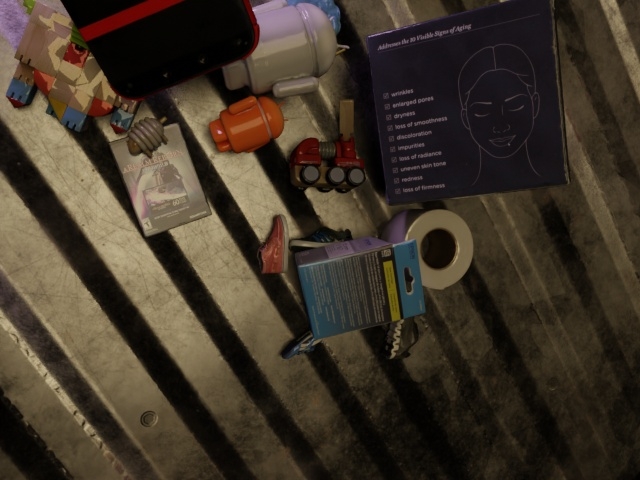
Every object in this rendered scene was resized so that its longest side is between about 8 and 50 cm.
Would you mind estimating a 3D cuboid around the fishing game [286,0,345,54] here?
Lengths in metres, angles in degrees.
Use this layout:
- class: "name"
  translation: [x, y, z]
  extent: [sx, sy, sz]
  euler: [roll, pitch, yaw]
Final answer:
- class: "fishing game"
  translation: [-0.029, -0.661, 1.531]
  extent: [0.189, 0.041, 0.264]
  euler: [-37, 113, -11]

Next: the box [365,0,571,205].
- class: "box"
  translation: [0.416, -0.368, 1.452]
  extent: [0.480, 0.297, 0.471]
  euler: [-5, 99, 23]

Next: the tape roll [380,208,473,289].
- class: "tape roll"
  translation: [0.332, 0.021, 1.632]
  extent: [0.246, 0.169, 0.246]
  euler: [-2, 95, -19]

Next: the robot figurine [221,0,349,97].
- class: "robot figurine"
  translation: [-0.106, -0.525, 1.414]
  extent: [0.354, 0.200, 0.299]
  euler: [-19, 80, -8]

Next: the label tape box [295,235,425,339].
- class: "label tape box"
  translation: [0.118, 0.128, 1.535]
  extent: [0.348, 0.115, 0.249]
  euler: [-13, 111, -5]

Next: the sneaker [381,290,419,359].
- class: "sneaker"
  translation: [0.279, 0.281, 1.685]
  extent: [0.106, 0.078, 0.234]
  euler: [15, 93, -22]

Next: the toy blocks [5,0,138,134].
- class: "toy blocks"
  translation: [-0.603, -0.398, 1.302]
  extent: [0.381, 0.191, 0.260]
  euler: [24, 98, -19]

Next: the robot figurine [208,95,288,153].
- class: "robot figurine"
  translation: [-0.196, -0.323, 1.443]
  extent: [0.219, 0.128, 0.158]
  euler: [-22, 114, -4]

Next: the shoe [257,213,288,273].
- class: "shoe"
  translation: [-0.142, 0.012, 1.526]
  extent: [0.081, 0.063, 0.178]
  euler: [-3, 99, -23]

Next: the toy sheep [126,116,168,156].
- class: "toy sheep"
  translation: [-0.456, -0.280, 1.365]
  extent: [0.091, 0.091, 0.132]
  euler: [45, 76, -16]

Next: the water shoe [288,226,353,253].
- class: "water shoe"
  translation: [0.000, 0.000, 1.583]
  extent: [0.203, 0.073, 0.080]
  euler: [3, 64, -17]

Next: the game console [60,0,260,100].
- class: "game console"
  translation: [-0.362, -0.525, 1.164]
  extent: [0.387, 0.060, 0.342]
  euler: [-20, 120, 5]

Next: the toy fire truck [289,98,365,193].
- class: "toy fire truck"
  translation: [0.025, -0.278, 1.530]
  extent: [0.217, 0.158, 0.246]
  euler: [1, 82, -18]

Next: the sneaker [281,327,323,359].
- class: "sneaker"
  translation: [-0.053, 0.327, 1.586]
  extent: [0.144, 0.053, 0.059]
  euler: [-33, 105, -13]

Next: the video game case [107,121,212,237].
- class: "video game case"
  translation: [-0.441, -0.168, 1.434]
  extent: [0.196, 0.026, 0.274]
  euler: [-21, 101, -16]
